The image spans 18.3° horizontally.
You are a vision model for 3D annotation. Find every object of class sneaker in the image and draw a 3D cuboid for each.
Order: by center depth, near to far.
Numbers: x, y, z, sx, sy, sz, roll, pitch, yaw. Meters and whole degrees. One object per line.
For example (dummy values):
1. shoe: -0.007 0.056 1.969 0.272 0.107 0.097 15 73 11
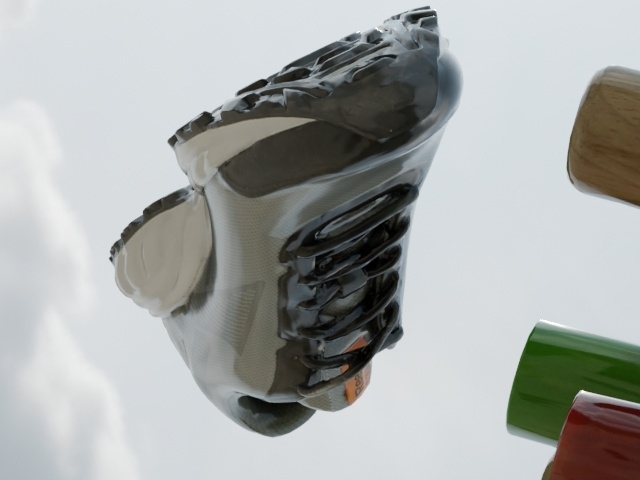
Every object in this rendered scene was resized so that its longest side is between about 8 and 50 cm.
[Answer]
1. sneaker: 0.000 0.000 0.720 0.108 0.100 0.271 60 -20 9

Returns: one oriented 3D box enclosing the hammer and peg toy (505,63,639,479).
1. hammer and peg toy: 0.089 0.078 0.487 0.127 0.266 0.361 16 -37 15
